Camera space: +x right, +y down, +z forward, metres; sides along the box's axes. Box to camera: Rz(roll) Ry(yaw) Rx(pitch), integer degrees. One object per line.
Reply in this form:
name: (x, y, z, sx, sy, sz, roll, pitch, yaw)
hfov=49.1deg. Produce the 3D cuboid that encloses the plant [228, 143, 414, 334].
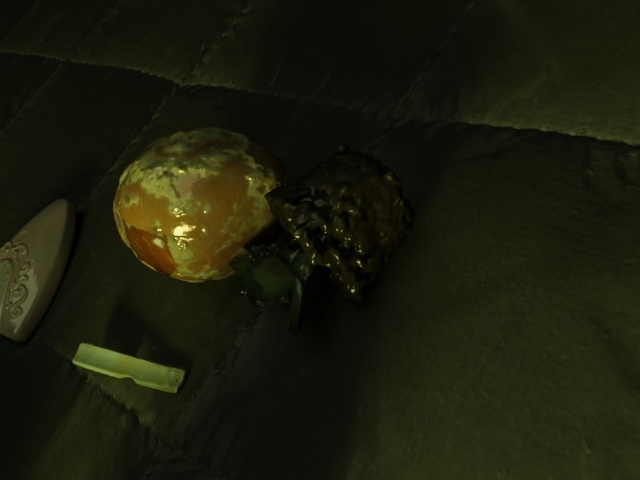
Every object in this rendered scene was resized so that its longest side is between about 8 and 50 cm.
plant: (0.000, 0.000, 0.767, 0.142, 0.131, 0.203, 30, 77, 43)

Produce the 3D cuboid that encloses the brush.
brush: (-0.238, 0.163, 0.879, 0.178, 0.030, 0.033, 8, 53, 28)

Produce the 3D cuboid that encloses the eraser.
eraser: (-0.479, 0.032, 1.130, 0.204, 0.059, 0.243, 7, 64, 39)

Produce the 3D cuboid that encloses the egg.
egg: (-0.143, -0.045, 0.864, 0.233, 0.195, 0.195, -2, 54, 24)
